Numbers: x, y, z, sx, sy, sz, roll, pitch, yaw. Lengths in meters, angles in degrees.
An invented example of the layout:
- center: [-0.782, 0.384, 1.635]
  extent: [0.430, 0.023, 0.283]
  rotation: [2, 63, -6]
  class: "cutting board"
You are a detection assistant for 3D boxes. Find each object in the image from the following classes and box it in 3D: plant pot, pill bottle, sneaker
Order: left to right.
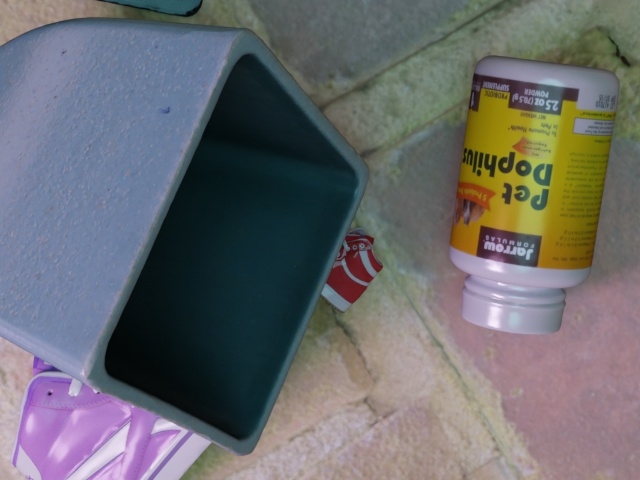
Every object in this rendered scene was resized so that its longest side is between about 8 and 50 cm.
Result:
- center: [-0.153, -0.018, 0.941]
  extent: [0.252, 0.247, 0.248]
  rotation: [18, 78, 28]
  class: "plant pot"
- center: [-0.149, 0.109, 1.056]
  extent: [0.161, 0.102, 0.282]
  rotation: [39, 96, -5]
  class: "sneaker"
- center: [0.000, 0.000, 1.070]
  extent: [0.067, 0.042, 0.118]
  rotation: [-44, 107, 9]
  class: "sneaker"
- center: [0.169, -0.037, 1.033]
  extent: [0.117, 0.117, 0.215]
  rotation: [6, 100, -4]
  class: "pill bottle"

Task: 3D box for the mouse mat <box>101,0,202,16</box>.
- center: [-0.178, -0.272, 1.033]
  extent: [0.189, 0.007, 0.153]
  rotation: [10, 100, -3]
  class: "mouse mat"
